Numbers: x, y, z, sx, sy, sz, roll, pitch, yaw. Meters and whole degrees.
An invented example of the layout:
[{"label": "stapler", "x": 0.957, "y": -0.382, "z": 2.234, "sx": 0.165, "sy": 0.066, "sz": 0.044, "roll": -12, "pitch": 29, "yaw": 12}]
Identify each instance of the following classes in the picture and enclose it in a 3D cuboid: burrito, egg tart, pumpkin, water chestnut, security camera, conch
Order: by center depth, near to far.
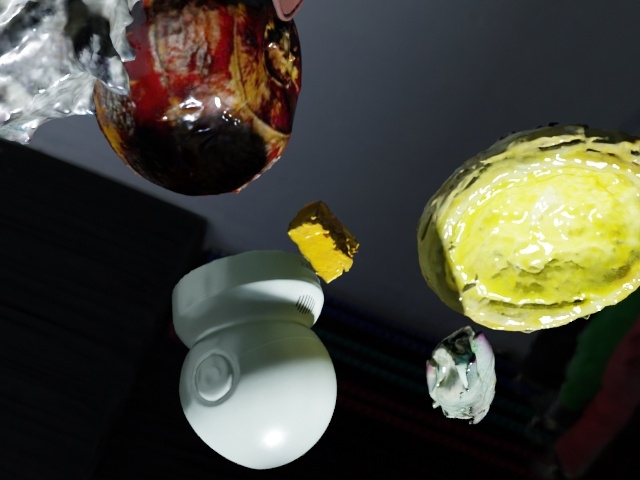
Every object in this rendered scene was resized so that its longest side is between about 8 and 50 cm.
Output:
[{"label": "conch", "x": -0.267, "y": -0.191, "z": 0.691, "sx": 0.186, "sy": 0.313, "sz": 0.241, "roll": -41, "pitch": 145, "yaw": -59}, {"label": "pumpkin", "x": 0.000, "y": 0.000, "z": 1.033, "sx": 0.054, "sy": 0.074, "sz": 0.083, "roll": -36, "pitch": -170, "yaw": 19}, {"label": "security camera", "x": -0.072, "y": 0.152, "z": 1.165, "sx": 0.194, "sy": 0.194, "sz": 0.236, "roll": 120, "pitch": -40, "yaw": -59}, {"label": "burrito", "x": 0.179, "y": 0.173, "z": 1.203, "sx": 0.096, "sy": 0.066, "sz": 0.309, "roll": -55, "pitch": 161, "yaw": -9}, {"label": "egg tart", "x": 0.294, "y": -0.029, "z": 1.274, "sx": 0.132, "sy": 0.345, "sz": 0.345, "roll": -93, "pitch": -157, "yaw": -52}, {"label": "water chestnut", "x": -0.190, "y": -0.224, "z": 1.335, "sx": 0.350, "sy": 0.302, "sz": 0.351, "roll": -1, "pitch": 90, "yaw": -66}]

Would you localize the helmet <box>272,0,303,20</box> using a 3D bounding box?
[{"label": "helmet", "x": -0.028, "y": -0.149, "z": 0.389, "sx": 0.111, "sy": 0.057, "sz": 0.089, "roll": 99, "pitch": 10, "yaw": -49}]
